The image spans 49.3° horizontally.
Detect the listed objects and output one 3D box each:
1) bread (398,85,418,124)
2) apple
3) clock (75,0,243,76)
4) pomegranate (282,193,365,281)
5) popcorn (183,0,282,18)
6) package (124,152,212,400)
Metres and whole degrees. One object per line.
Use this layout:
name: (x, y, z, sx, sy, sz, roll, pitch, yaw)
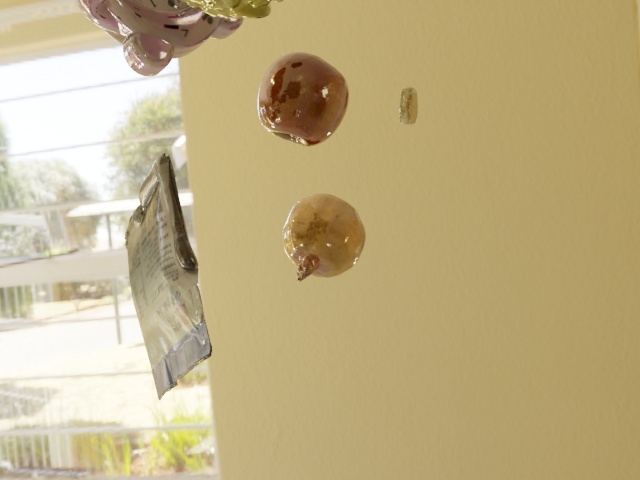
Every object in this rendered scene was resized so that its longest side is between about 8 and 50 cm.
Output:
bread: (0.192, -0.295, 1.529, 0.035, 0.083, 0.070, 7, 16, 19)
apple: (-0.033, -0.276, 1.380, 0.180, 0.169, 0.181, 16, -7, 2)
clock: (-0.302, -0.478, 1.233, 0.295, 0.322, 0.113, -38, 15, -30)
pomegranate: (0.008, -0.012, 1.694, 0.207, 0.207, 0.207, -5, 0, 0)
popcorn: (-0.144, -0.435, 0.974, 0.234, 0.250, 0.242, -15, -10, -24)
package: (-0.139, 0.039, 0.604, 0.027, 0.173, 0.171, -8, -19, -32)
